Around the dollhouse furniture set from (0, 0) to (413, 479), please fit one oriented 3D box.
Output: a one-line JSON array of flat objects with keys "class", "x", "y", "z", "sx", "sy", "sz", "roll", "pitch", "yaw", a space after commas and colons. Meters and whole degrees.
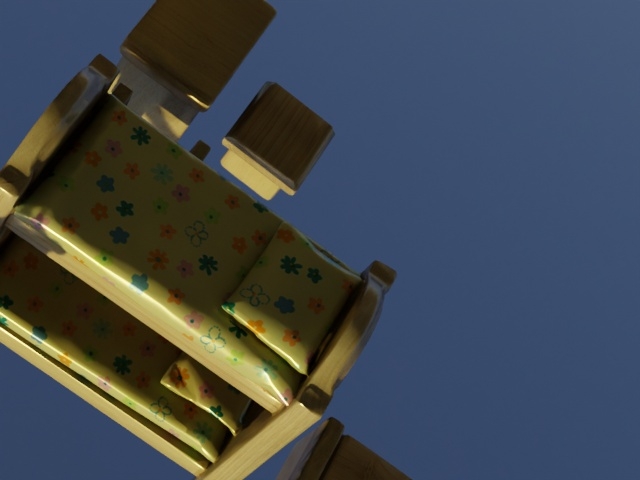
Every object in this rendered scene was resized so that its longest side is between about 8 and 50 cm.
[{"class": "dollhouse furniture set", "x": 0.000, "y": 0.000, "z": 0.461, "sx": 0.182, "sy": 0.101, "sz": 0.161, "roll": 36, "pitch": -128, "yaw": -7}]
